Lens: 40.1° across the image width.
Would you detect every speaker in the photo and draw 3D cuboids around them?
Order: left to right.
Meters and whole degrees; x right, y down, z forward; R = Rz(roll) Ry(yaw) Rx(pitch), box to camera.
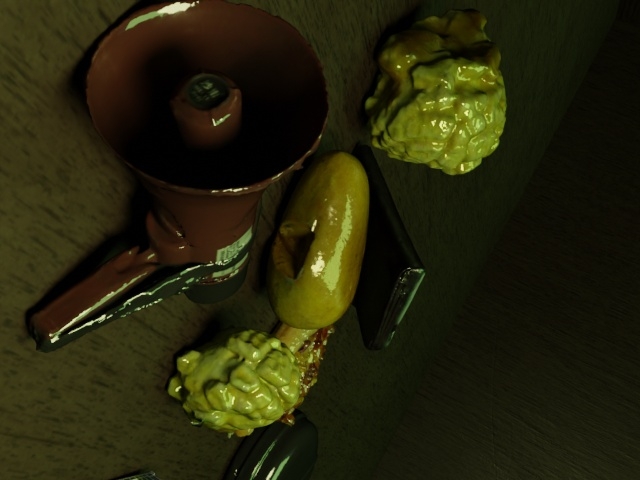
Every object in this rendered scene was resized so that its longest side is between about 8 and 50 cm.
[{"bbox_3d":[-0.124,-0.012,0.800,0.330,0.198,0.259,106,6,-54],"label":"speaker"}]

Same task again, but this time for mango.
[{"bbox_3d":[0.000,0.000,1.223,0.167,0.129,0.262,-30,135,-75],"label":"mango"}]

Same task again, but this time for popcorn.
[{"bbox_3d":[-0.112,0.184,1.145,0.173,0.173,0.142,19,75,-72],"label":"popcorn"},{"bbox_3d":[0.180,-0.231,1.313,0.237,0.205,0.252,3,101,-55],"label":"popcorn"}]

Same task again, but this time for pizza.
[{"bbox_3d":[-0.050,0.228,1.478,0.290,0.081,0.229,-58,162,-23],"label":"pizza"}]

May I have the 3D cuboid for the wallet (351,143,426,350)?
[{"bbox_3d":[0.073,0.006,1.304,0.318,0.045,0.173,-104,-153,-50],"label":"wallet"}]

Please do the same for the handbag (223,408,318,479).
[{"bbox_3d":[-0.095,0.447,1.637,0.254,0.093,0.308,-52,159,-33],"label":"handbag"}]

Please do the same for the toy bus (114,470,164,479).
[{"bbox_3d":[-0.239,0.336,1.137,0.052,0.058,0.102,-64,157,5],"label":"toy bus"}]
